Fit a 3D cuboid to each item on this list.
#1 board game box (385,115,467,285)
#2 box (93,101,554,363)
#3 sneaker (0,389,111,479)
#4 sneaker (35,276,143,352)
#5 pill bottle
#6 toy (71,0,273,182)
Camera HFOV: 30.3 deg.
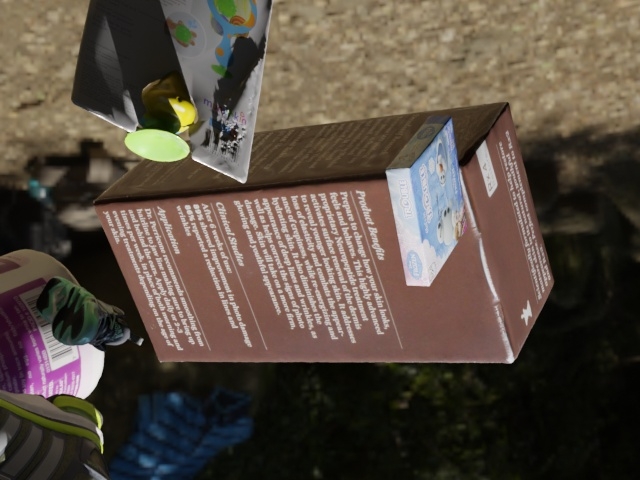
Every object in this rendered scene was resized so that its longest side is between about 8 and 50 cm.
[{"bbox_3d":[0.076,-0.029,0.831,0.020,0.090,0.090,2,-150,27],"label":"board game box"},{"bbox_3d":[0.000,0.000,1.088,0.381,0.191,0.143,-2,-151,32],"label":"box"},{"bbox_3d":[-0.255,0.178,0.898,0.111,0.121,0.300,-43,151,18],"label":"sneaker"},{"bbox_3d":[-0.147,0.057,0.797,0.069,0.038,0.098,32,-179,-28],"label":"sneaker"},{"bbox_3d":[-0.366,0.131,1.105,0.169,0.169,0.301,-23,-178,45],"label":"pill bottle"},{"bbox_3d":[-0.104,-0.161,0.824,0.137,0.237,0.056,24,146,-33],"label":"toy"}]
